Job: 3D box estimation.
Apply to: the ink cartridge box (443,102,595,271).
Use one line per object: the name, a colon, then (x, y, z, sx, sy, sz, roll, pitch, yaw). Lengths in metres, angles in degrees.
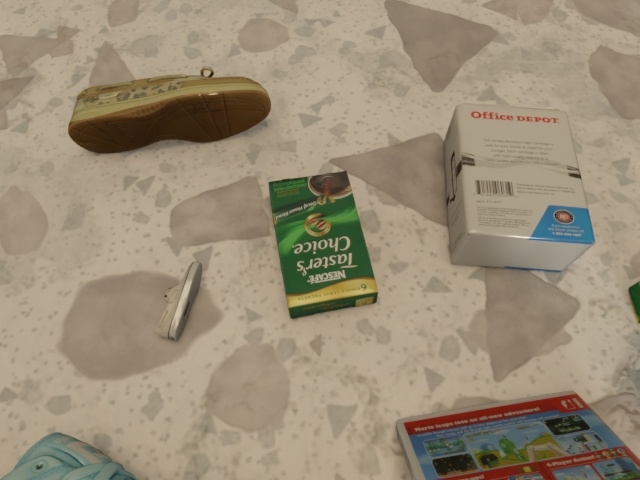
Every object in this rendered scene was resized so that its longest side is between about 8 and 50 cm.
ink cartridge box: (0.246, -0.072, 0.609, 0.148, 0.086, 0.203, 5, 61, 2)

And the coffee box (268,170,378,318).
coffee box: (0.000, 0.000, 0.598, 0.113, 0.040, 0.184, -8, 62, -4)

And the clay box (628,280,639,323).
clay box: (0.493, 0.054, 0.517, 0.221, 0.127, 0.053, 1, 62, 0)

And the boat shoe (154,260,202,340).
boat shoe: (-0.173, 0.069, 0.568, 0.035, 0.035, 0.100, 13, 69, 4)

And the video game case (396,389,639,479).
video game case: (0.196, 0.236, 0.379, 0.204, 0.025, 0.285, -8, 21, -4)

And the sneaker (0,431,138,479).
sneaker: (-0.212, 0.243, 0.418, 0.365, 0.135, 0.150, -8, 65, -5)

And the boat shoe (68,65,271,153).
boat shoe: (-0.215, -0.199, 0.670, 0.285, 0.105, 0.089, -8, 65, -3)
